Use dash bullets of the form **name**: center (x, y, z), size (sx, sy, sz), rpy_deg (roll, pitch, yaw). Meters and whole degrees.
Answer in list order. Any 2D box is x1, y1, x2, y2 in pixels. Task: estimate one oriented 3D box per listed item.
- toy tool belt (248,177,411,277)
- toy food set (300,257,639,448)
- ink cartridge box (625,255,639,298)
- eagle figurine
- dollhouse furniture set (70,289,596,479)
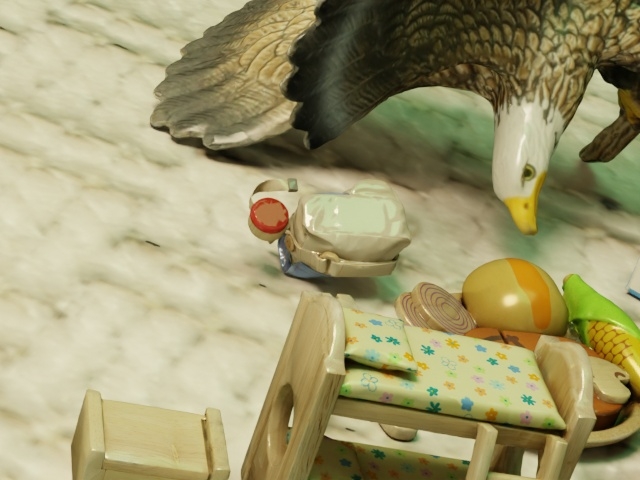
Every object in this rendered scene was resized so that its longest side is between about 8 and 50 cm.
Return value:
- **toy tool belt**: center (0.000, 0.000, 0.933), size (0.083, 0.051, 0.052), rpy_deg (0, 61, -18)
- **toy food set**: center (0.100, 0.050, 0.899), size (0.192, 0.038, 0.132), rpy_deg (5, 30, -26)
- **ink cartridge box**: center (0.252, -0.005, 1.049), size (0.092, 0.090, 0.143), rpy_deg (30, 29, 21)
- **eagle figurine**: center (0.086, -0.111, 1.011), size (0.298, 0.226, 0.225), rpy_deg (12, 37, -21)
- **dollhouse furniture set**: center (0.012, 0.096, 0.685), size (0.182, 0.101, 0.161), rpy_deg (11, 28, -16)
